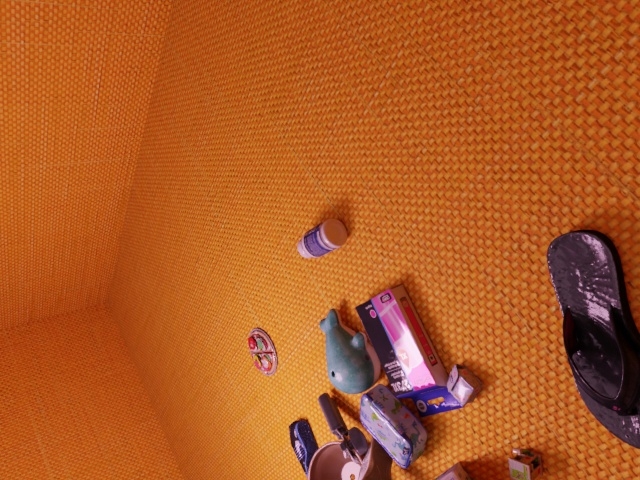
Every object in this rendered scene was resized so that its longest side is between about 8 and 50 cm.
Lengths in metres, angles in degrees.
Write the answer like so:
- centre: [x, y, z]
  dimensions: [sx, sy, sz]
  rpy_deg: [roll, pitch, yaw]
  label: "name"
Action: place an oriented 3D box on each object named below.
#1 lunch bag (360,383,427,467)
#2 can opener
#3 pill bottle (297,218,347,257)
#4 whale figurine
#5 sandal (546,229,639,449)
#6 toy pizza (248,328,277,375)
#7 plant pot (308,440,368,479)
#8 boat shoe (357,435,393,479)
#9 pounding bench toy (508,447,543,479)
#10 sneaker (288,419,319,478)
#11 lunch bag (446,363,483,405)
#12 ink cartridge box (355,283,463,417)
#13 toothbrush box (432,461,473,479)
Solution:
- centre: [0.211, 0.552, 1.488]
  dimensions: [0.219, 0.090, 0.176]
  rpy_deg: [42, 146, 36]
  label: "lunch bag"
- centre: [0.074, 0.613, 1.656]
  dimensions: [0.074, 0.093, 0.280]
  rpy_deg: [56, 175, -34]
  label: "can opener"
- centre: [0.000, 0.000, 1.582]
  dimensions: [0.169, 0.094, 0.094]
  rpy_deg: [-29, 79, 50]
  label: "pill bottle"
- centre: [0.066, 0.353, 1.574]
  dimensions: [0.271, 0.141, 0.216]
  rpy_deg: [59, 139, 21]
  label: "whale figurine"
- centre: [0.540, 0.202, 0.981]
  dimensions: [0.168, 0.107, 0.445]
  rpy_deg: [-24, 83, 51]
  label: "sandal"
- centre: [-0.248, 0.465, 2.075]
  dimensions: [0.201, 0.032, 0.201]
  rpy_deg: [19, 115, 46]
  label: "toy pizza"
- centre: [0.083, 0.800, 1.683]
  dimensions: [0.238, 0.110, 0.237]
  rpy_deg: [-15, 64, 33]
  label: "plant pot"
- centre: [0.163, 0.724, 1.519]
  dimensions: [0.098, 0.277, 0.096]
  rpy_deg: [22, 140, 2]
  label: "boat shoe"
- centre: [0.484, 0.517, 1.180]
  dimensions: [0.052, 0.065, 0.083]
  rpy_deg: [0, 101, 51]
  label: "pounding bench toy"
- centre: [-0.059, 0.807, 1.922]
  dimensions: [0.090, 0.082, 0.232]
  rpy_deg: [-35, 67, 52]
  label: "sneaker"
- centre: [0.364, 0.371, 1.292]
  dimensions: [0.083, 0.053, 0.071]
  rpy_deg: [50, 134, 41]
  label: "lunch bag"
- centre: [0.242, 0.322, 1.419]
  dimensions: [0.176, 0.069, 0.370]
  rpy_deg: [-40, 73, 49]
  label: "ink cartridge box"
- centre: [0.272, 0.708, 1.280]
  dimensions: [0.283, 0.206, 0.122]
  rpy_deg: [-39, 65, 3]
  label: "toothbrush box"
